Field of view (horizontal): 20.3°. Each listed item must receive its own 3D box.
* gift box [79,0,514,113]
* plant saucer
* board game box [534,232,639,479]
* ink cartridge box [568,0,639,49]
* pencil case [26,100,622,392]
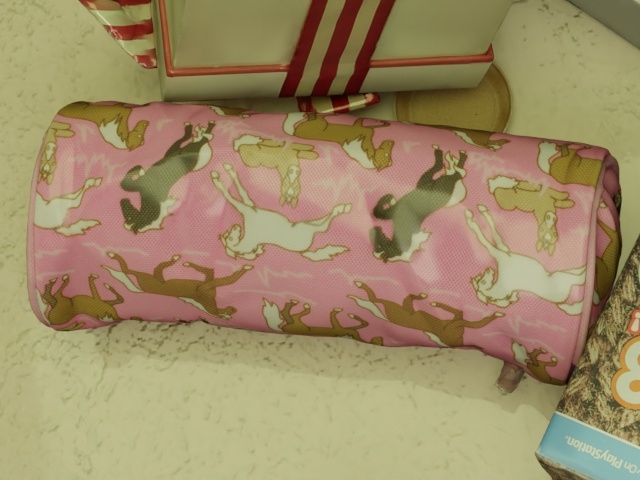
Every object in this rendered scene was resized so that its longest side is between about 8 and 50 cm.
[{"bbox_3d":[-0.018,-0.241,1.163,0.276,0.258,0.255,0,68,-9],"label":"gift box"},{"bbox_3d":[0.093,-0.094,1.251,0.083,0.015,0.083,-2,76,7],"label":"plant saucer"},{"bbox_3d":[0.297,0.056,1.042,0.232,0.141,0.291,22,78,22],"label":"board game box"},{"bbox_3d":[0.240,-0.259,1.232,0.160,0.092,0.219,36,84,14],"label":"ink cartridge box"},{"bbox_3d":[0.000,0.000,1.164,0.386,0.160,0.167,7,92,9],"label":"pencil case"}]
